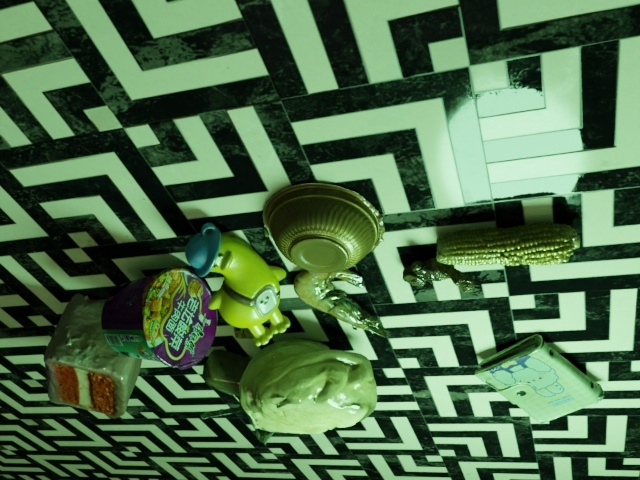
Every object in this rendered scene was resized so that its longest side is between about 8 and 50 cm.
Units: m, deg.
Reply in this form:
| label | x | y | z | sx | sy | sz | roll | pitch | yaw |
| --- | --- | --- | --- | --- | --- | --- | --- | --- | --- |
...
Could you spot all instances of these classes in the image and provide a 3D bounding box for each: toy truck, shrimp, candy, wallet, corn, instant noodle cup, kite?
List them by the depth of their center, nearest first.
| label | x | y | z | sx | sy | sz | roll | pitch | yaw |
| --- | --- | --- | --- | --- | --- | --- | --- | --- | --- |
| corn | 0.380 | 0.013 | 1.325 | 0.288 | 0.087 | 0.087 | -4 | 140 | 19 |
| instant noodle cup | 0.000 | 0.000 | 1.386 | 0.273 | 0.091 | 0.274 | 6 | 143 | 4 |
| shrimp | 0.075 | 0.145 | 1.586 | 0.296 | 0.058 | 0.169 | 29 | 136 | -18 |
| instant noodle cup | -0.409 | 0.194 | 1.611 | 0.190 | 0.251 | 0.251 | -7 | 140 | 33 |
| wallet | 0.589 | 0.376 | 1.747 | 0.309 | 0.077 | 0.223 | 36 | 132 | -27 |
| toy truck | -0.195 | 0.239 | 1.759 | 0.083 | 0.054 | 0.049 | -2 | 141 | 15 |
| kite | -0.216 | 0.500 | 1.940 | 0.314 | 0.335 | 0.012 | 0 | 113 | -30 |
| candy | -0.236 | 0.408 | 1.944 | 0.233 | 0.102 | 0.104 | 17 | 141 | -13 |

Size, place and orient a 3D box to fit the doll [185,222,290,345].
| label | x | y | z | sx | sy | sz | roll | pitch | yaw |
| --- | --- | --- | --- | --- | --- | --- | --- | --- | --- |
| doll | -0.186 | 0.095 | 1.529 | 0.199 | 0.145 | 0.363 | -34 | 126 | -9 |

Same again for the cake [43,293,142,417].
| label | x | y | z | sx | sy | sz | roll | pitch | yaw |
| --- | --- | --- | --- | --- | --- | --- | --- | --- | --- |
| cake | -0.632 | 0.329 | 1.825 | 0.236 | 0.230 | 0.309 | 14 | 142 | -8 |

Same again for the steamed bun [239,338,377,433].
| label | x | y | z | sx | sy | sz | roll | pitch | yaw |
| --- | --- | --- | --- | --- | --- | --- | --- | --- | --- |
| steamed bun | -0.041 | 0.397 | 1.782 | 0.324 | 0.231 | 0.372 | 29 | 140 | -24 |

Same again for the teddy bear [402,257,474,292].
| label | x | y | z | sx | sy | sz | roll | pitch | yaw |
| --- | --- | --- | --- | --- | --- | --- | --- | --- | --- |
| teddy bear | 0.257 | 0.066 | 1.435 | 0.160 | 0.078 | 0.119 | 3 | 167 | 36 |
